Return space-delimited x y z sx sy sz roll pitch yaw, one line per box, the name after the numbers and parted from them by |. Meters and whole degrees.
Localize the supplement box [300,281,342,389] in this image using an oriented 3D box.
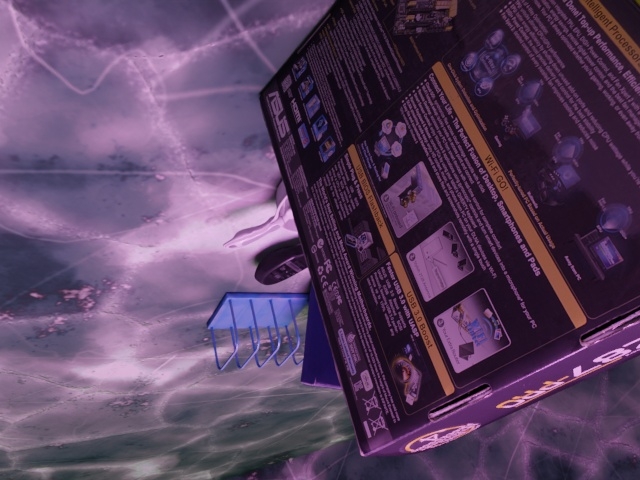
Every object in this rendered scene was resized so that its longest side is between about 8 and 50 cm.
0.165 0.187 1.026 0.356 0.196 0.194 15 165 -41 | supplement box

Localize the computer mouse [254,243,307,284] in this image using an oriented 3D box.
0.000 0.000 0.872 0.242 0.041 0.071 -28 157 5 | computer mouse

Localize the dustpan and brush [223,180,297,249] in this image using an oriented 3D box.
-0.036 -0.042 0.755 0.211 0.060 0.147 -17 149 1 | dustpan and brush

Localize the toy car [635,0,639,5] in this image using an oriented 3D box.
0.414 -0.165 0.650 0.155 0.189 0.149 11 139 -38 | toy car

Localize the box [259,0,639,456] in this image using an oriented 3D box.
0.105 -0.074 0.450 0.097 0.395 0.318 12 138 -39 | box

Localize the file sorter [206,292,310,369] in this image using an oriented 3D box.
-0.104 0.170 1.019 0.170 0.105 0.118 4 143 -30 | file sorter
